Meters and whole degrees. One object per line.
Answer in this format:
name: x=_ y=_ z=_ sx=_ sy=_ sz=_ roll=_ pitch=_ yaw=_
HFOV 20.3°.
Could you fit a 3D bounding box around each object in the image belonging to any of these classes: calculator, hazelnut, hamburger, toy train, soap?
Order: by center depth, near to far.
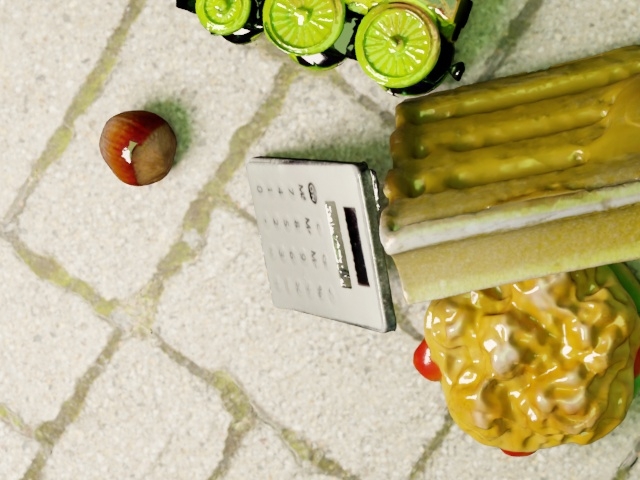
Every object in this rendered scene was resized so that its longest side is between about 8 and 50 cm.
soap: x=0.204 y=-0.061 z=1.595 sx=0.281 sy=0.259 sz=0.143 roll=-9 pitch=118 yaw=13
calculator: x=0.000 y=0.000 z=1.688 sx=0.021 sy=0.261 sz=0.161 roll=-14 pitch=98 yaw=-23
hamburger: x=0.201 y=0.099 z=1.692 sx=0.237 sy=0.149 sz=0.237 roll=2 pitch=101 yaw=12
toy train: x=0.007 y=-0.240 z=1.707 sx=0.296 sy=0.100 sz=0.161 roll=17 pitch=96 yaw=11
hazelnut: x=-0.184 y=-0.093 z=1.793 sx=0.086 sy=0.086 sz=0.086 roll=2 pitch=100 yaw=13
